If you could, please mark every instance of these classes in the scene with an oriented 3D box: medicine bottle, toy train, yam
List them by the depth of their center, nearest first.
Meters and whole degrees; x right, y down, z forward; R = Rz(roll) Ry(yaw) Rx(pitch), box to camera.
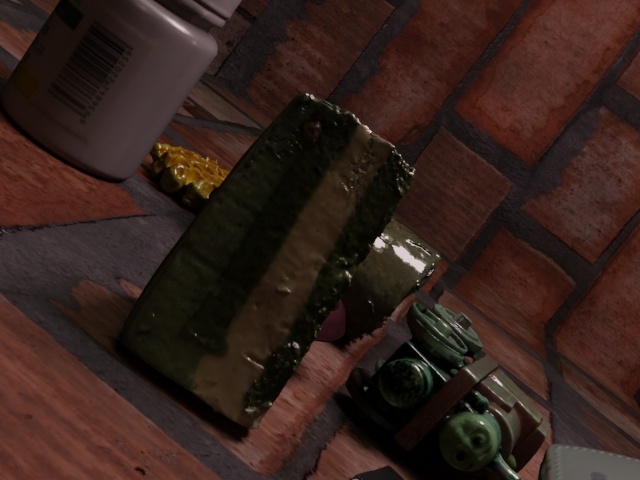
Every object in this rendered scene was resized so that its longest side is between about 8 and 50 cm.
[{"bbox_3d":[0.161,0.195,1.145,0.221,0.150,0.304,46,10,14],"label":"toy train"},{"bbox_3d":[-0.252,-0.270,1.281,0.208,0.340,0.208,35,9,-7],"label":"medicine bottle"},{"bbox_3d":[0.000,0.000,1.350,0.300,0.195,0.195,37,10,0],"label":"yam"}]

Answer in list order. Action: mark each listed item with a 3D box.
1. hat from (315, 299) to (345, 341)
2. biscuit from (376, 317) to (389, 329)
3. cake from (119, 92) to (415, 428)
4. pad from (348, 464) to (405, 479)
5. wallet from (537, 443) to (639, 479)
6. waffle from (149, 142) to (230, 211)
[{"bbox_3d":[-0.065,0.069,1.090,0.205,0.089,0.205,31,14,-8],"label":"hat"},{"bbox_3d":[0.073,0.087,1.527,0.082,0.070,0.168,32,13,-6],"label":"biscuit"},{"bbox_3d":[-0.049,0.025,0.855,0.158,0.283,0.172,35,27,-7],"label":"cake"},{"bbox_3d":[0.115,0.290,0.924,0.193,0.004,0.116,41,11,22],"label":"pad"},{"bbox_3d":[0.422,0.334,1.084,0.360,0.083,0.252,10,19,9],"label":"wallet"},{"bbox_3d":[-0.177,-0.082,1.486,0.160,0.055,0.211,40,10,22],"label":"waffle"}]
